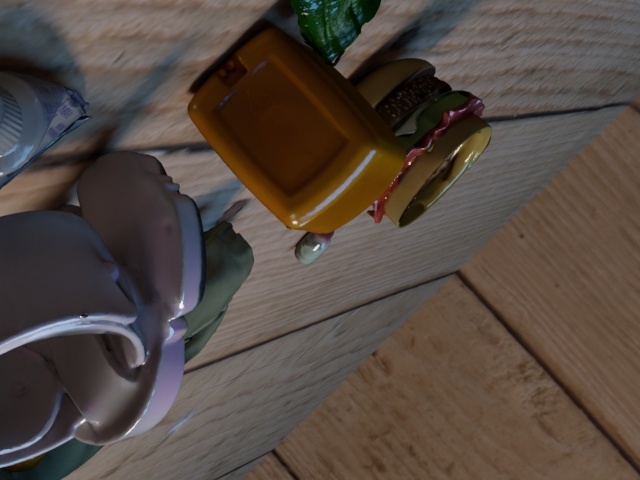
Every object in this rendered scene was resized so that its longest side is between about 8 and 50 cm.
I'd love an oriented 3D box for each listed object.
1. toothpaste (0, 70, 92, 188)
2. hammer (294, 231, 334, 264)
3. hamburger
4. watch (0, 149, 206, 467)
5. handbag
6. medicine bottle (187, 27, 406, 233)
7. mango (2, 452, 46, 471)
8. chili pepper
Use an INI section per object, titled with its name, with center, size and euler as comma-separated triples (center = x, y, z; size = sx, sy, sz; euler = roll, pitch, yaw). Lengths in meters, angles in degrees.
[toothpaste]
center = -0.207, -0.070, 1.295
size = 0.099, 0.068, 0.282
euler = -11, 178, -2
[hammer]
center = 0.000, 0.000, 2.459
size = 0.052, 0.031, 0.083
euler = -43, 177, 28
[hamburger]
center = 0.081, -0.106, 1.992
size = 0.175, 0.137, 0.175
euler = -43, 167, -13
[watch]
center = -0.224, 0.049, 1.501
size = 0.231, 0.196, 0.244
euler = 1, 139, -43
[handbag]
center = -0.200, 0.117, 1.961
size = 0.253, 0.109, 0.316
euler = -39, 170, -43
[medicine bottle]
center = -0.010, -0.088, 1.679
size = 0.112, 0.149, 0.222
euler = -43, 171, 7
[mango]
center = -0.286, 0.176, 1.794
size = 0.063, 0.077, 0.127
euler = -66, -168, -12
[chili pepper]
center = 0.013, -0.204, 1.539
size = 0.098, 0.061, 0.224
euler = -50, 174, -12
